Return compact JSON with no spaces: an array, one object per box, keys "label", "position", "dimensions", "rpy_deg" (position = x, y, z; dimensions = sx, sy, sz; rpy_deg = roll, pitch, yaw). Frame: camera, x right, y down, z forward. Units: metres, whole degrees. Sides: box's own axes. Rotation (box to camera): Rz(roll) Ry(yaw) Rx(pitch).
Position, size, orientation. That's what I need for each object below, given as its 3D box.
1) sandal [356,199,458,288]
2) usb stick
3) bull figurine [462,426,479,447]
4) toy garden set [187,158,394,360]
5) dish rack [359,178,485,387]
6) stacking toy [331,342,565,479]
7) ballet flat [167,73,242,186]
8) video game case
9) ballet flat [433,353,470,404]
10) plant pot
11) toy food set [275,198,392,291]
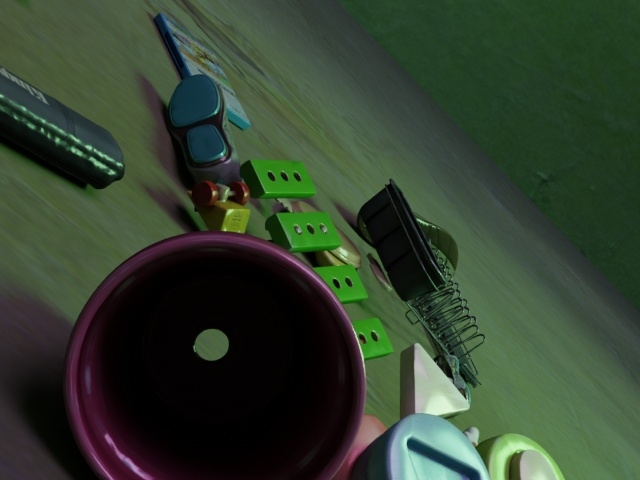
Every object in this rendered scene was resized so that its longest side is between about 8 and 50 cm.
[{"label":"sandal","position":[0.126,0.001,1.974],"dimensions":[0.219,0.090,0.060],"rpy_deg":[30,2,-35]},{"label":"usb stick","position":[-0.275,-0.122,1.139],"dimensions":[0.278,0.045,0.077],"rpy_deg":[32,23,-48]},{"label":"bull figurine","position":[0.239,0.329,1.415],"dimensions":[0.310,0.101,0.188],"rpy_deg":[39,16,-38]},{"label":"toy garden set","position":[-0.040,0.030,1.420],"dimensions":[0.204,0.049,0.244],"rpy_deg":[-4,65,-58]},{"label":"dish rack","position":[0.152,0.068,1.797],"dimensions":[0.271,0.074,0.208],"rpy_deg":[52,12,-39]},{"label":"stacking toy","position":[0.165,0.233,1.194],"dimensions":[0.309,0.130,0.279],"rpy_deg":[44,39,-15]},{"label":"ballet flat","position":[-0.134,-0.115,1.527],"dimensions":[0.213,0.072,0.068],"rpy_deg":[-108,-179,-54]},{"label":"video game case","position":[-0.161,-0.230,1.798],"dimensions":[0.119,0.015,0.166],"rpy_deg":[33,22,-46]},{"label":"ballet flat","position":[0.162,0.182,1.691],"dimensions":[0.041,0.041,0.114],"rpy_deg":[43,16,-22]},{"label":"plant pot","position":[-0.074,0.089,0.953],"dimensions":[0.201,0.201,0.180],"rpy_deg":[48,0,-5]},{"label":"toy food set","position":[0.000,0.000,1.674],"dimensions":[0.192,0.038,0.132],"rpy_deg":[39,10,-18]}]
